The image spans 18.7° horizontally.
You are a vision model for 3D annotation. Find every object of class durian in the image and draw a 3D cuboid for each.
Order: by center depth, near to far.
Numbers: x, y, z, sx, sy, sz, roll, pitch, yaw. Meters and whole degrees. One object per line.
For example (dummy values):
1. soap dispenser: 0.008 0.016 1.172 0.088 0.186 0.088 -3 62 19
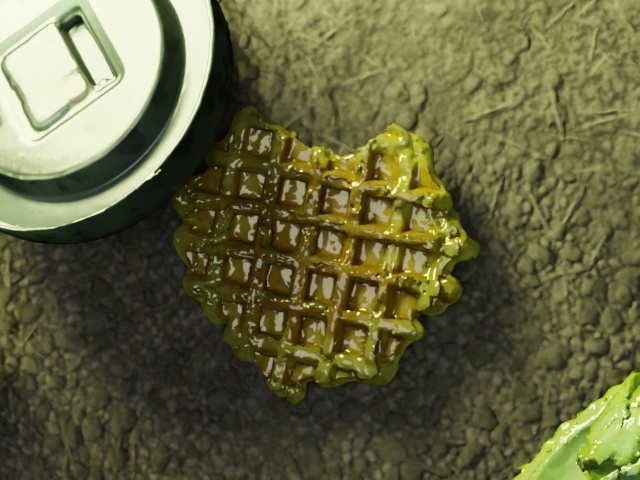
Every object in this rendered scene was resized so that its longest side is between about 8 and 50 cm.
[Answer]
1. durian: 0.292 0.186 1.623 0.355 0.169 0.157 -38 83 15

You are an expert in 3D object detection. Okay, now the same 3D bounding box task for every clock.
1. clock: -0.223 -0.144 1.733 0.313 0.061 0.312 -7 69 20

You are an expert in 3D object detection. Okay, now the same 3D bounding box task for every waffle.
1. waffle: 0.001 0.000 1.744 0.291 0.051 0.291 0 90 14
